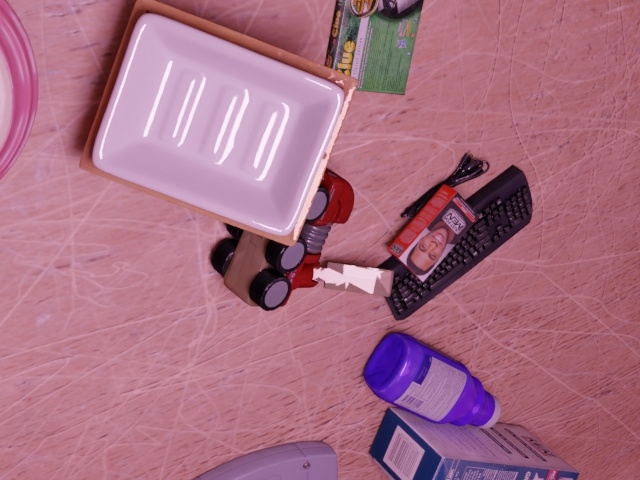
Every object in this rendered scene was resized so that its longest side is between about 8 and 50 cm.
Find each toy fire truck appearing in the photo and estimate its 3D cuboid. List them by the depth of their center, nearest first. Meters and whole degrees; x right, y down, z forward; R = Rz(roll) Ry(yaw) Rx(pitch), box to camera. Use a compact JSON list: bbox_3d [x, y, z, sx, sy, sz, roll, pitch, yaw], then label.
[{"bbox_3d":[0.000,0.000,1.408,0.246,0.158,0.217,3,115,-51],"label":"toy fire truck"}]

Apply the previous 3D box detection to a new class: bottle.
[{"bbox_3d":[0.205,0.256,1.655,0.283,0.092,0.118,29,95,-36],"label":"bottle"}]

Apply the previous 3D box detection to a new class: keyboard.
[{"bbox_3d":[0.219,-0.019,1.582,0.317,0.033,0.201,-37,124,-12],"label":"keyboard"}]

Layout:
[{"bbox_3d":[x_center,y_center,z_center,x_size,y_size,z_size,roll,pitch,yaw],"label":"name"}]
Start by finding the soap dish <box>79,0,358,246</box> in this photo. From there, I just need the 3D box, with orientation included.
[{"bbox_3d":[-0.128,-0.150,1.210,0.291,0.118,0.229,20,100,-6],"label":"soap dish"}]

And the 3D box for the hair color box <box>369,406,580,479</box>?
[{"bbox_3d":[0.278,0.402,1.713,0.347,0.174,0.105,14,104,-34],"label":"hair color box"}]

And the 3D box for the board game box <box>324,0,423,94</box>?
[{"bbox_3d":[0.086,-0.341,1.364,0.136,0.030,0.259,0,111,-32],"label":"board game box"}]

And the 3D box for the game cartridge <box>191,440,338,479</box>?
[{"bbox_3d":[-0.107,0.446,1.583,0.294,0.060,0.196,-14,121,-25],"label":"game cartridge"}]

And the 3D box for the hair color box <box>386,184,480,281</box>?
[{"bbox_3d":[0.180,-0.012,1.518,0.141,0.043,0.072,-49,123,-1],"label":"hair color box"}]

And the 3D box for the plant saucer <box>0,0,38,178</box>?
[{"bbox_3d":[-0.482,-0.167,1.074,0.332,0.084,0.332,-12,116,-26],"label":"plant saucer"}]
